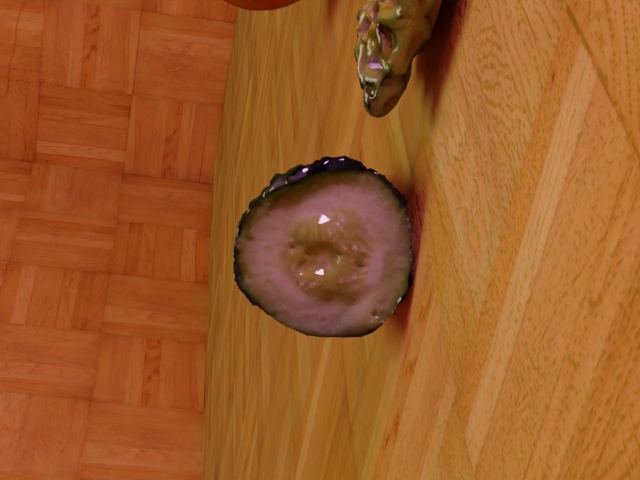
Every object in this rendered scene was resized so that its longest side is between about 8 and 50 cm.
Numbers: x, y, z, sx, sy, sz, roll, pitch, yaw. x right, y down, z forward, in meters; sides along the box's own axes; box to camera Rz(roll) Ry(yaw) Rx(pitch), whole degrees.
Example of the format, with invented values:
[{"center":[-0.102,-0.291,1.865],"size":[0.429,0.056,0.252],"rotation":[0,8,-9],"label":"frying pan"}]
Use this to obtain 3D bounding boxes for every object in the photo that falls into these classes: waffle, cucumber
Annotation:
[{"center":[0.066,-0.212,0.985],"size":[0.204,0.054,0.223],"rotation":[-92,13,-48],"label":"waffle"},{"center":[0.001,-0.003,1.073],"size":[0.244,0.134,0.134],"rotation":[-123,40,-85],"label":"cucumber"}]

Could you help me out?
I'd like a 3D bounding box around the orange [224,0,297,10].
[{"center":[-0.063,-0.364,1.606],"size":[0.161,0.193,0.193],"rotation":[-7,-75,-72],"label":"orange"}]
